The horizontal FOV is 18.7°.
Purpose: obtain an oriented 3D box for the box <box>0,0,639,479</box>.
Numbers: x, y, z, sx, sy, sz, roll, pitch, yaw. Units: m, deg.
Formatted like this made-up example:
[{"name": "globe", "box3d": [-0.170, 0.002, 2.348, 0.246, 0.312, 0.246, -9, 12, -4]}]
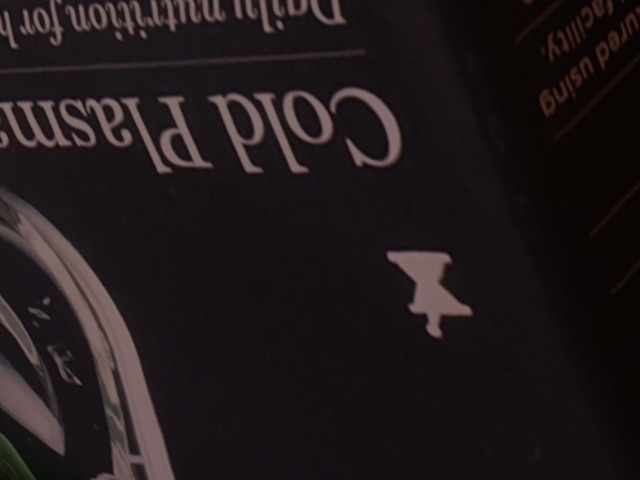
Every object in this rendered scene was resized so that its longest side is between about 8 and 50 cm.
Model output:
[{"name": "box", "box3d": [0.000, 0.000, 0.750, 0.480, 0.297, 0.472, 2, 127, 44]}]
